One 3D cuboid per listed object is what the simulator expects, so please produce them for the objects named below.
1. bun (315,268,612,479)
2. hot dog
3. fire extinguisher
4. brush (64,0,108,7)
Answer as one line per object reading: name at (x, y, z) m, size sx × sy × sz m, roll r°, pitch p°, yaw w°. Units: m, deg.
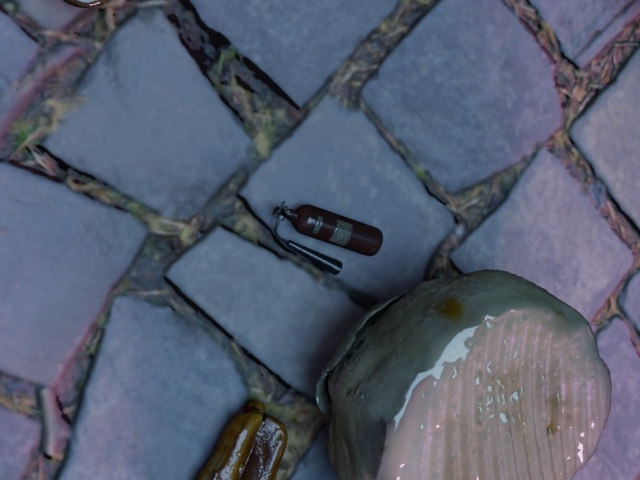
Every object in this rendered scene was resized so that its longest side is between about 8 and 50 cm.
bun at (0.105, 0.132, 0.810) m, size 0.239 × 0.141 × 0.239 m, roll -6°, pitch 105°, yaw -25°
hot dog at (-0.070, 0.195, 0.799) m, size 0.062 × 0.038 × 0.144 m, roll 23°, pitch 86°, yaw -21°
fire extinguisher at (-0.002, -0.002, 0.811) m, size 0.100 × 0.032 × 0.046 m, roll 17°, pitch 124°, yaw -24°
brush at (-0.116, -0.253, 0.709) m, size 0.197 × 0.059 × 0.123 m, roll -29°, pitch 110°, yaw -16°
